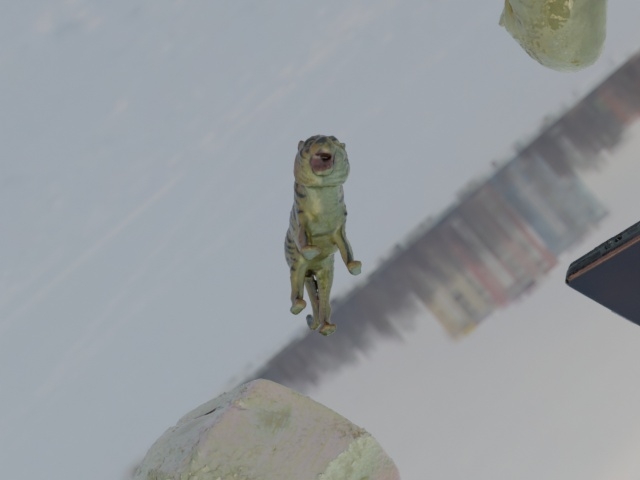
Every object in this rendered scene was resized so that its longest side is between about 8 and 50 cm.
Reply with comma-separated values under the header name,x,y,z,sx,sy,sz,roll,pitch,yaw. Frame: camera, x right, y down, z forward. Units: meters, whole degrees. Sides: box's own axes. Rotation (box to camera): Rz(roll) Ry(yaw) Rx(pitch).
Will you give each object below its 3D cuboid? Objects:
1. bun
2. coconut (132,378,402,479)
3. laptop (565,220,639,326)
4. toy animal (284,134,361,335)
name,x,y,z,sx,sy,sz,roll,pitch,yaw
bun,0.270,-0.306,2.055,0.127,0.222,0.222,-14,180,5
coconut,-0.060,0.297,1.734,0.297,0.297,0.309,-42,-173,37
laptop,0.344,0.032,1.614,0.154,0.026,0.207,-33,138,31
toy animal,0.000,0.000,1.488,0.057,0.099,0.241,-3,150,-7
